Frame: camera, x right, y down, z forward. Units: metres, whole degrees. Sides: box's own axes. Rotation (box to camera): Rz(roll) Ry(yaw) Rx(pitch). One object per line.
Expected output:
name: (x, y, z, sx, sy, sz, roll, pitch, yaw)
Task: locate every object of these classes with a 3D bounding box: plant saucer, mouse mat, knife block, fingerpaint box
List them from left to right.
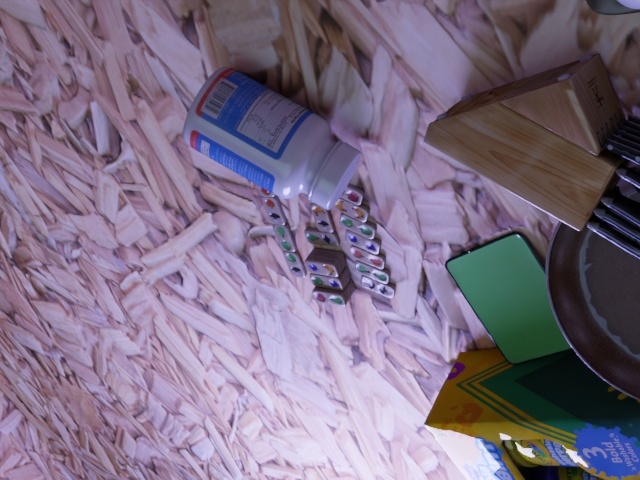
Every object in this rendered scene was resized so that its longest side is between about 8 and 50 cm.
mouse mat: (0.272, 0.085, 1.276, 0.152, 0.007, 0.190, -27, 98, 48)
knife block: (0.281, -0.070, 1.020, 0.275, 0.088, 0.242, -13, 108, 44)
fingerpaint box: (0.432, 0.361, 1.360, 0.371, 0.163, 0.445, -12, 123, 44)
plant saucer: (0.418, 0.056, 1.067, 0.310, 0.050, 0.311, 18, 122, 31)

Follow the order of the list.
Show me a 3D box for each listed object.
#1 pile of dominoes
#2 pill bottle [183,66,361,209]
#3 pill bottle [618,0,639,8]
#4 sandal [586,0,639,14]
pile of dominoes: (0.000, 0.000, 1.400, 0.195, 0.040, 0.251, 8, 136, 31)
pill bottle: (-0.063, -0.132, 1.232, 0.221, 0.124, 0.124, 30, 143, 7)
pill bottle: (0.173, -0.387, 0.682, 0.407, 0.229, 0.229, 39, 143, -6)
sandal: (0.336, -0.245, 0.862, 0.180, 0.049, 0.072, 5, 134, 34)
